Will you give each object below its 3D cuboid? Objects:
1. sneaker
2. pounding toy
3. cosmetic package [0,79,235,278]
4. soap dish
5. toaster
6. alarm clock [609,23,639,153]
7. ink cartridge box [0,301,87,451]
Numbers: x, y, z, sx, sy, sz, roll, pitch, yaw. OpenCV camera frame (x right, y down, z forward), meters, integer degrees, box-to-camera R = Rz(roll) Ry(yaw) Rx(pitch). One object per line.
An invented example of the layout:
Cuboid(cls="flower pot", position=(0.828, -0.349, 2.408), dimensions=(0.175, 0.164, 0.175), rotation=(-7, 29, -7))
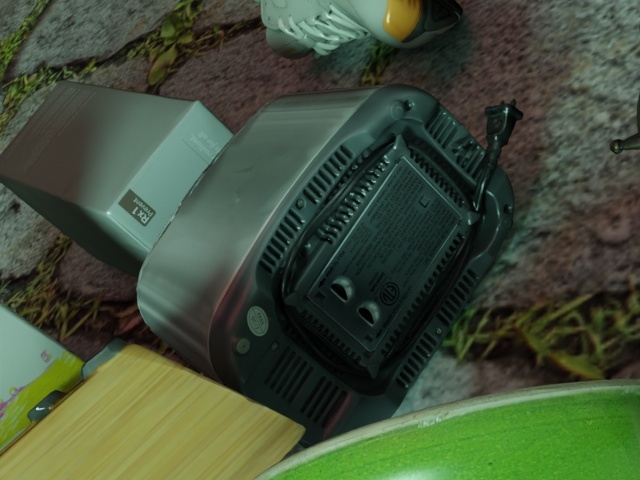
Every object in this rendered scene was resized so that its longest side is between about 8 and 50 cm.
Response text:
Cuboid(cls="sneaker", position=(0.016, -0.171, 0.900), dimensions=(0.121, 0.099, 0.262), rotation=(-48, 23, 11))
Cuboid(cls="pounding toy", position=(0.089, 0.123, 0.434), dimensions=(0.237, 0.183, 0.110), rotation=(-23, 64, 27))
Cuboid(cls="cosmetic package", position=(-0.128, -0.035, 0.872), dimensions=(0.238, 0.127, 0.107), rotation=(14, 65, 53))
Cuboid(cls="soap dish", position=(-0.157, 0.175, 0.555), dimensions=(0.291, 0.118, 0.229), rotation=(-42, 3, -24))
Cuboid(cls="toaster", position=(0.000, 0.000, 0.680), dimensions=(0.227, 0.129, 0.146), rotation=(-56, 31, -13))
Cuboid(cls="alarm clock", position=(0.224, -0.066, 0.557), dimensions=(0.129, 0.064, 0.192), rotation=(-50, 35, -6))
Cuboid(cls="ink cartridge box", position=(-0.238, 0.117, 0.728), dimensions=(0.171, 0.233, 0.168), rotation=(6, 61, 52))
